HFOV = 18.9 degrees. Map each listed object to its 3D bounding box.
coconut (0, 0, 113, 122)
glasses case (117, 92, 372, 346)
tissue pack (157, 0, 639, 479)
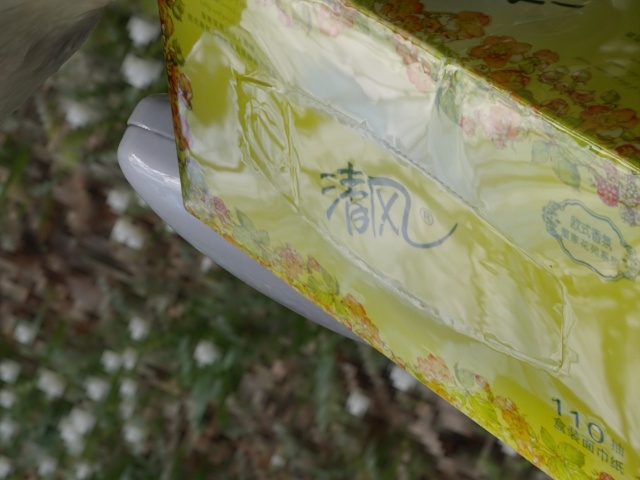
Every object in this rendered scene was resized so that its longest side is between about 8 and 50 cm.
[{"bbox_3d":[-0.215,-0.159,0.598,0.360,0.346,0.346,18,172,4],"label":"coconut"},{"bbox_3d":[0.000,0.000,0.768,0.092,0.059,0.233,22,173,30],"label":"glasses case"},{"bbox_3d":[0.037,-0.018,0.425,0.176,0.062,0.095,35,142,38],"label":"tissue pack"}]
